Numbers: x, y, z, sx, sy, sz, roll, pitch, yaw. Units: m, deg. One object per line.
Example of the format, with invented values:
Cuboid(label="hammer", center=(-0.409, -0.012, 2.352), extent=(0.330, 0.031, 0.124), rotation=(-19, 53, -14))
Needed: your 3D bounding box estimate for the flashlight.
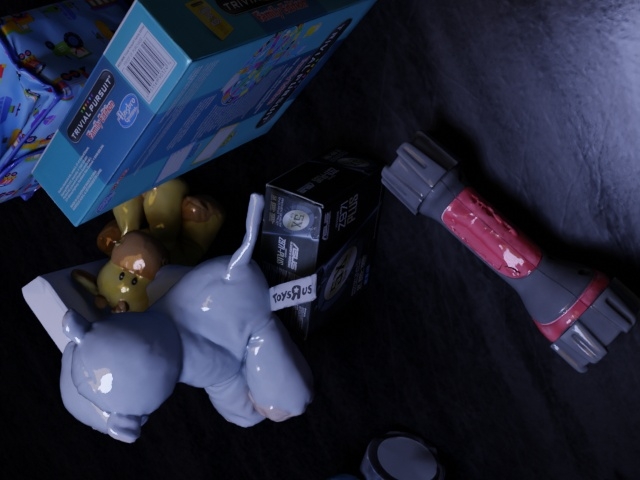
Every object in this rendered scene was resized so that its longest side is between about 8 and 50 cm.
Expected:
Cuboid(label="flashlight", center=(0.198, 0.004, 1.079), extent=(0.304, 0.103, 0.103), rotation=(43, 130, 9))

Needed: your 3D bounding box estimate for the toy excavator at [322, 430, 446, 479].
Cuboid(label="toy excavator", center=(0.042, 0.483, 1.144), extent=(0.433, 0.445, 0.222), rotation=(44, 133, 33))

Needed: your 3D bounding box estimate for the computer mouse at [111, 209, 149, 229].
Cuboid(label="computer mouse", center=(-0.219, -0.005, 1.412), extent=(0.071, 0.041, 0.242), rotation=(-33, 96, 23))

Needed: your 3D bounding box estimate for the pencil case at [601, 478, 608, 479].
Cuboid(label="pencil case", center=(0.305, 0.377, 1.188), extent=(0.209, 0.098, 0.095), rotation=(-60, 39, 35))

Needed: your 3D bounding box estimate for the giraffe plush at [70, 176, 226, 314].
Cuboid(label="giraffe plush", center=(-0.232, 0.030, 1.311), extent=(0.182, 0.170, 0.210), rotation=(3, 109, 15))

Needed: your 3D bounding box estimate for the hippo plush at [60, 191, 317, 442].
Cuboid(label="hippo plush", center=(-0.150, 0.140, 1.106), extent=(0.234, 0.237, 0.294), rotation=(57, 144, 0))

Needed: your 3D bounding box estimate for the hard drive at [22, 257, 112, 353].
Cuboid(label="hard drive", center=(-0.272, 0.122, 1.347), extent=(0.040, 0.307, 0.203), rotation=(-35, 90, 7))

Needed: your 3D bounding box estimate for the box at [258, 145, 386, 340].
Cuboid(label="box", center=(0.000, 0.000, 1.185), extent=(0.078, 0.147, 0.180), rotation=(23, 122, 25))

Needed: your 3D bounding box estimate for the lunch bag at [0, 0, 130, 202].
Cuboid(label="lunch bag", center=(-0.351, -0.157, 1.304), extent=(0.138, 0.221, 0.293), rotation=(46, 129, 8))

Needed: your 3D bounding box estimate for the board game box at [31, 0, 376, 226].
Cuboid(label="board game box", center=(-0.112, -0.170, 1.057), extent=(0.079, 0.336, 0.254), rotation=(49, 130, 5))
